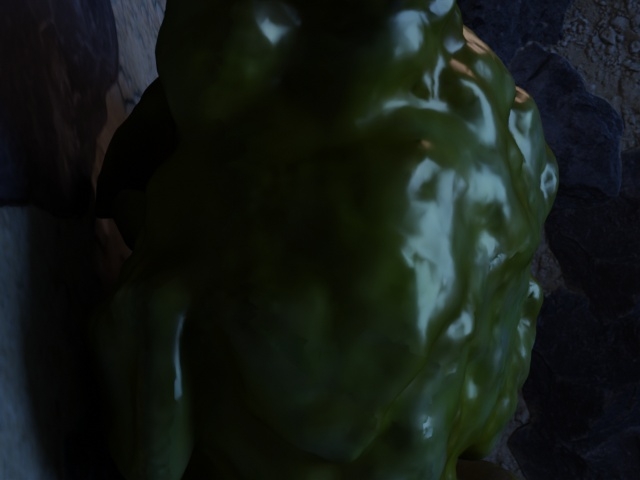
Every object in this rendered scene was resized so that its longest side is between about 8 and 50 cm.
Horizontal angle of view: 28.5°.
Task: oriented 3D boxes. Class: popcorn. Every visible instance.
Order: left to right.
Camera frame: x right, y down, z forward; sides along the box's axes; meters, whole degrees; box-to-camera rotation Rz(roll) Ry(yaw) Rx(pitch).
[{"bbox_3d":[0.012,-0.001,0.699,0.292,0.293,0.334,149,-65,-67],"label":"popcorn"}]

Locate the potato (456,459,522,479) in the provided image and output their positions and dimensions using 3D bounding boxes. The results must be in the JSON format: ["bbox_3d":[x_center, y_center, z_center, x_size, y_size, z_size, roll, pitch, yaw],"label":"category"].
[{"bbox_3d":[0.144,0.366,1.365,0.218,0.202,0.351,59,27,2],"label":"potato"}]
